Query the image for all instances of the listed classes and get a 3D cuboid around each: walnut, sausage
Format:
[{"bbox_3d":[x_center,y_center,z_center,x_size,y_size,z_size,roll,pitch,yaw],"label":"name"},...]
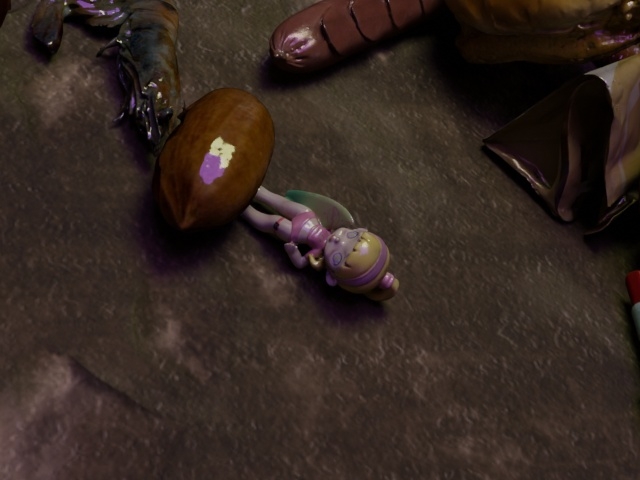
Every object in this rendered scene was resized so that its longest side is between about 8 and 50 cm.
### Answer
[{"bbox_3d":[-0.110,-0.079,1.028,0.115,0.116,0.207,19,45,-5],"label":"walnut"},{"bbox_3d":[0.083,-0.301,1.310,0.433,0.088,0.088,-30,66,-38],"label":"sausage"}]

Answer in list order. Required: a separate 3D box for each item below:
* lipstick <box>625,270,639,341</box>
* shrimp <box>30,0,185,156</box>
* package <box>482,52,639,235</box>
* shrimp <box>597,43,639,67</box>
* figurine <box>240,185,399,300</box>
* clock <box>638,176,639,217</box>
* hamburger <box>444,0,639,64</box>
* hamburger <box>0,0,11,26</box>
[{"bbox_3d":[0.366,0.147,1.047,0.068,0.061,0.274,7,50,-12],"label":"lipstick"},{"bbox_3d":[-0.237,-0.205,1.127,0.169,0.058,0.296,-1,48,-13],"label":"shrimp"},{"bbox_3d":[0.394,-0.144,1.241,0.311,0.221,0.165,-29,87,-36],"label":"package"},{"bbox_3d":[0.508,-0.326,1.488,0.290,0.054,0.222,-30,59,-20],"label":"shrimp"},{"bbox_3d":[0.000,0.000,1.039,0.187,0.083,0.083,27,45,22],"label":"figurine"},{"bbox_3d":[0.510,-0.046,1.149,0.318,0.080,0.319,1,88,-16],"label":"clock"},{"bbox_3d":[0.313,-0.317,1.256,0.314,0.170,0.290,11,38,44],"label":"hamburger"},{"bbox_3d":[-0.439,-0.328,1.011,0.225,0.291,0.291,-12,56,-26],"label":"hamburger"}]
